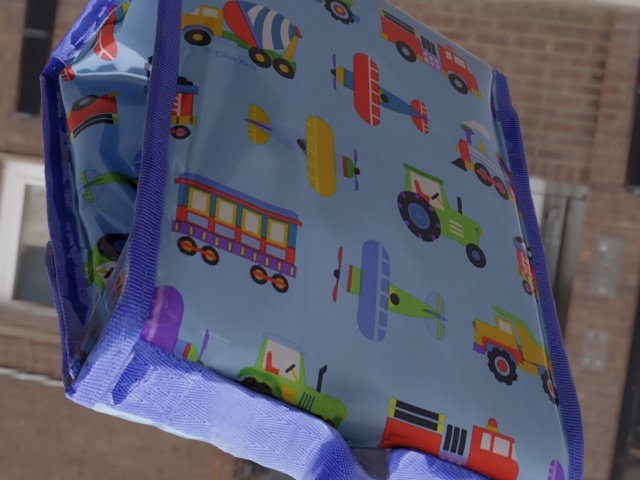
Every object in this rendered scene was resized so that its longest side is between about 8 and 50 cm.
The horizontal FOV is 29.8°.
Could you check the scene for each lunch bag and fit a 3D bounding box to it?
[{"bbox_3d":[0.000,0.000,0.534,0.221,0.138,0.293,25,-149,-27],"label":"lunch bag"}]
